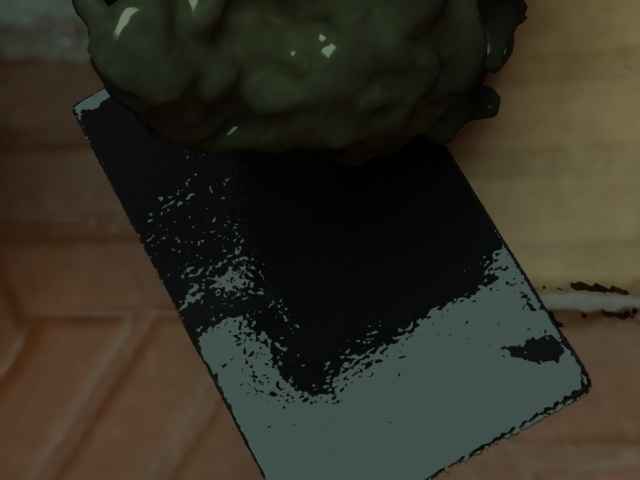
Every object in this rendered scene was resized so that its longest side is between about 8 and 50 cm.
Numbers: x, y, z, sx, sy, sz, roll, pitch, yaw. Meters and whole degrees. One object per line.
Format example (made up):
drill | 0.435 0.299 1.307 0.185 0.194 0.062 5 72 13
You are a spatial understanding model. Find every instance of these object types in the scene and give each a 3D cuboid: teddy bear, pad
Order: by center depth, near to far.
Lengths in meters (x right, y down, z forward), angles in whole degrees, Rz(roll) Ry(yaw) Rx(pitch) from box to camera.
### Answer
teddy bear | 0.005 -0.198 0.511 0.224 0.357 0.367 -10 112 34
pad | 0.000 0.000 0.611 0.116 0.004 0.193 -28 70 -2
